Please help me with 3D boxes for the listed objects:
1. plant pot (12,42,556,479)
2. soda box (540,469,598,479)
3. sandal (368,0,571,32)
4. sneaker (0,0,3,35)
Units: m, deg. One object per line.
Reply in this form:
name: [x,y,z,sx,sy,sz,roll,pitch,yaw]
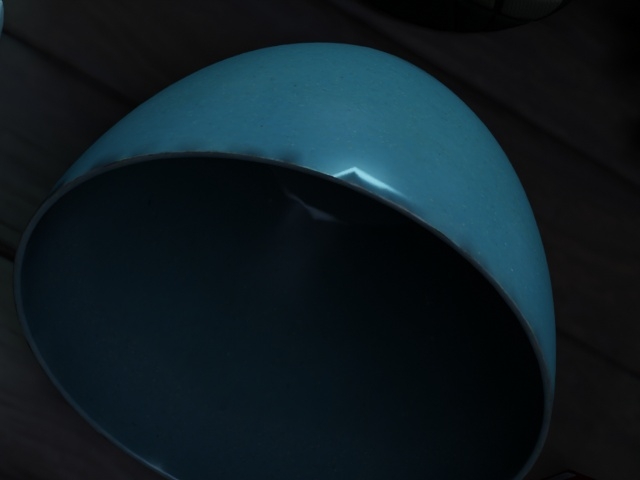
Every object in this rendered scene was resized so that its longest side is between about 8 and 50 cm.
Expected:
plant pot: [0.000,0.000,0.760,0.290,0.290,0.195,36,45,-16]
soda box: [0.079,0.236,0.871,0.263,0.083,0.092,-15,96,-16]
sandal: [0.031,-0.214,0.822,0.303,0.120,0.086,22,72,-17]
sneaker: [-0.259,-0.059,0.758,0.083,0.084,0.215,25,82,-4]
